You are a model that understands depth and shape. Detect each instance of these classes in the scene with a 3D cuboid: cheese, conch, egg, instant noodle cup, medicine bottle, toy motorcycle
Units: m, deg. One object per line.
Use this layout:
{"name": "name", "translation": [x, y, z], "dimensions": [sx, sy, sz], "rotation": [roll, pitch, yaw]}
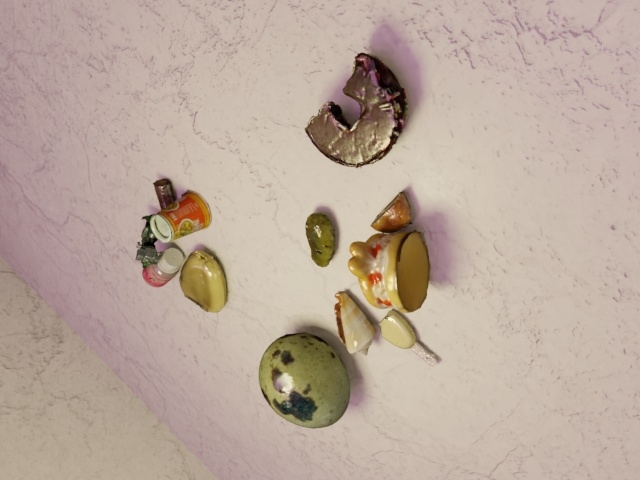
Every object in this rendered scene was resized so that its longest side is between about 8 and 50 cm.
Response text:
{"name": "cheese", "translation": [0.324, 0.374, 1.770], "dimensions": [0.255, 0.050, 0.127], "rotation": [42, 131, 9]}
{"name": "conch", "translation": [0.139, 0.319, 1.847], "dimensions": [0.158, 0.127, 0.255], "rotation": [158, 102, -70]}
{"name": "egg", "translation": [-0.061, 0.579, 1.966], "dimensions": [0.345, 0.345, 0.428], "rotation": [-19, 114, 41]}
{"name": "instant noodle cup", "translation": [-0.612, -0.093, 2.064], "dimensions": [0.193, 0.212, 0.193], "rotation": [17, 123, 28]}
{"name": "cheese", "translation": [-0.551, 0.178, 2.242], "dimensions": [0.260, 0.128, 0.315], "rotation": [21, 132, 15]}
{"name": "medicine bottle", "translation": [-0.772, 0.130, 2.353], "dimensions": [0.247, 0.147, 0.147], "rotation": [-34, 93, 43]}
{"name": "toy motorcycle", "translation": [-0.798, -0.011, 2.253], "dimensions": [0.187, 0.125, 0.274], "rotation": [-35, 49, 47]}

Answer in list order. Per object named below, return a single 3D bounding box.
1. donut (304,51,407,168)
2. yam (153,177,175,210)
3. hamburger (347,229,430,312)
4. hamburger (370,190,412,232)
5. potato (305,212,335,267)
{"name": "donut", "translation": [0.129, -0.367, 1.436], "dimensions": [0.259, 0.136, 0.345], "rotation": [45, 133, 4]}
{"name": "yam", "translation": [-0.702, -0.202, 2.158], "dimensions": [0.079, 0.079, 0.141], "rotation": [13, 123, 30]}
{"name": "hamburger", "translation": [0.214, 0.095, 1.526], "dimensions": [0.186, 0.303, 0.260], "rotation": [1, 84, 31]}
{"name": "hamburger", "translation": [0.242, -0.071, 1.552], "dimensions": [0.102, 0.087, 0.176], "rotation": [46, 130, 7]}
{"name": "potato", "translation": [0.000, 0.000, 1.762], "dimensions": [0.117, 0.090, 0.225], "rotation": [22, 131, 42]}
